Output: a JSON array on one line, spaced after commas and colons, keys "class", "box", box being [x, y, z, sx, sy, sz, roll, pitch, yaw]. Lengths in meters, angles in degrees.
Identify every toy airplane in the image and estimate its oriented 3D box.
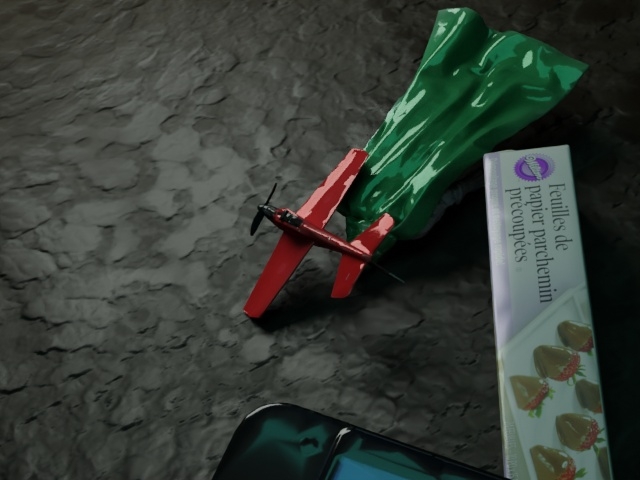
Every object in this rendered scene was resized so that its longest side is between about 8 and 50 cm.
[{"class": "toy airplane", "box": [0.000, 0.000, 0.954, 0.151, 0.028, 0.151, -18, 53, 26]}]

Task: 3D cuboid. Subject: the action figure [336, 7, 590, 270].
[{"class": "action figure", "box": [0.085, -0.068, 1.010, 0.137, 0.063, 0.232, 25, 64, 32]}]

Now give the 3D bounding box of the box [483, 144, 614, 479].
[{"class": "box", "box": [0.145, 0.070, 0.854, 0.063, 0.067, 0.324, -6, 46, 10]}]

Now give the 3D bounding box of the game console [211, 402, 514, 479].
[{"class": "game console", "box": [0.040, 0.189, 0.611, 0.293, 0.173, 0.250, 17, 60, 17]}]
